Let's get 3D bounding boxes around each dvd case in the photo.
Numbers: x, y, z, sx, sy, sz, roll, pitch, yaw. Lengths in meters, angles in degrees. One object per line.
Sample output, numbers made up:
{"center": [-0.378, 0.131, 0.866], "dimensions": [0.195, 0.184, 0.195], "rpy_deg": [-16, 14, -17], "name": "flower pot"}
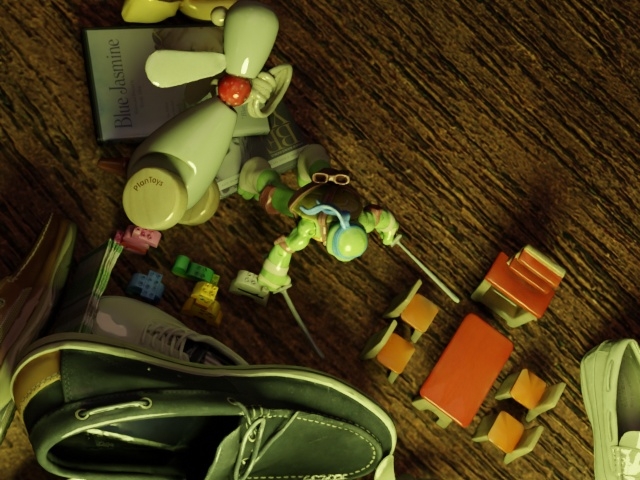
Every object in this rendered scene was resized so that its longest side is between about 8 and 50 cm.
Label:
{"center": [-0.129, -0.184, 1.781], "dimensions": [0.164, 0.018, 0.221], "rpy_deg": [-25, 79, -25], "name": "dvd case"}
{"center": [-0.206, -0.228, 1.751], "dimensions": [0.253, 0.022, 0.180], "rpy_deg": [-6, 72, -19], "name": "dvd case"}

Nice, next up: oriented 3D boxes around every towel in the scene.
{"center": [-0.303, 0.079, 1.567], "dimensions": [0.023, 0.113, 0.152], "rpy_deg": [26, 64, -24], "name": "towel"}

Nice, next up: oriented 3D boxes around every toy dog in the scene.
{"center": [-0.186, -0.168, 1.634], "dimensions": [0.161, 0.220, 0.334], "rpy_deg": [26, 75, 13], "name": "toy dog"}

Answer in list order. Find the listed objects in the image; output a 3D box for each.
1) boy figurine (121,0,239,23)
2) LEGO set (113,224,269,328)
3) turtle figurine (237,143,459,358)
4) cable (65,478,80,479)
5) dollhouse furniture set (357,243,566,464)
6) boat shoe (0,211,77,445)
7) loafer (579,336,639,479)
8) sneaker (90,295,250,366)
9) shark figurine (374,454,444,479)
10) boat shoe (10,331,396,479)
{"center": [-0.176, -0.401, 1.812], "dimensions": [0.285, 0.092, 0.177], "rpy_deg": [-26, 82, -29], "name": "boy figurine"}
{"center": [-0.172, 0.052, 1.630], "dimensions": [0.227, 0.093, 0.087], "rpy_deg": [22, 64, -10], "name": "LEGO set"}
{"center": [0.000, 0.000, 1.667], "dimensions": [0.198, 0.266, 0.275], "rpy_deg": [-40, 130, 4], "name": "turtle figurine"}
{"center": [-0.251, 0.408, 1.466], "dimensions": [0.257, 0.089, 0.257], "rpy_deg": [8, 66, -15], "name": "cable"}
{"center": [0.230, 0.138, 1.709], "dimensions": [0.262, 0.135, 0.259], "rpy_deg": [36, 63, -2], "name": "dollhouse furniture set"}
{"center": [-0.399, 0.105, 1.519], "dimensions": [0.120, 0.122, 0.324], "rpy_deg": [21, 63, -6], "name": "boat shoe"}
{"center": [0.448, 0.294, 1.735], "dimensions": [0.112, 0.111, 0.319], "rpy_deg": [-6, 72, -21], "name": "loafer"}
{"center": [-0.188, 0.139, 1.591], "dimensions": [0.258, 0.091, 0.094], "rpy_deg": [26, 63, -7], "name": "sneaker"}
{"center": [0.146, 0.347, 1.624], "dimensions": [0.278, 0.116, 0.166], "rpy_deg": [4, 102, -9], "name": "shark figurine"}
{"center": [-0.128, 0.239, 1.481], "dimensions": [0.500, 0.187, 0.156], "rpy_deg": [15, 37, -27], "name": "boat shoe"}
